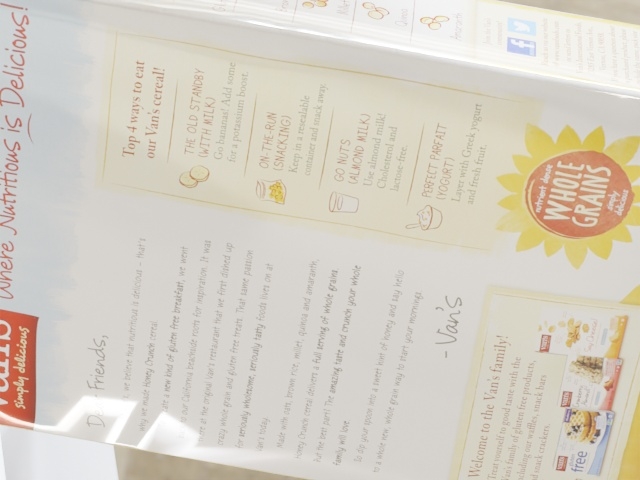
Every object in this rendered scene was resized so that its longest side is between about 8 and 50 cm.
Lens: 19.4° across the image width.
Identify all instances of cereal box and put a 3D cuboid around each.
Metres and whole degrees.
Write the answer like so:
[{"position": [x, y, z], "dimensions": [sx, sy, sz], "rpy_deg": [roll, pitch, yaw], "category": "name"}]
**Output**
[{"position": [0.000, 0.000, 0.585], "dimensions": [0.047, 0.240, 0.173], "rpy_deg": [-80, 1, -52], "category": "cereal box"}]

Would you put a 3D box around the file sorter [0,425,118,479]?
[{"position": [-0.215, 0.070, 0.936], "dimensions": [0.193, 0.173, 0.277], "rpy_deg": [66, -170, -57], "category": "file sorter"}]
